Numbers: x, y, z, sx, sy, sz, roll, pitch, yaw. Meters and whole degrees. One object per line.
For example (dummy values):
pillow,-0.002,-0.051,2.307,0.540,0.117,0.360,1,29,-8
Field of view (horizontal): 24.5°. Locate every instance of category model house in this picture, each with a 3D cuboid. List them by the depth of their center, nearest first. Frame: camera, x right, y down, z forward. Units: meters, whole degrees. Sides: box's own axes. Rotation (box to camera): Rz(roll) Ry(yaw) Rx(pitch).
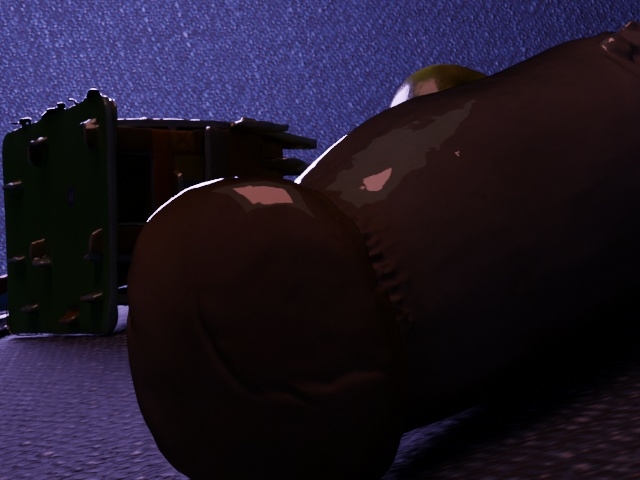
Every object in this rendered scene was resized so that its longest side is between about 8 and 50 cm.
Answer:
model house,-0.160,-0.013,1.597,0.313,0.242,0.358,2,-7,-30

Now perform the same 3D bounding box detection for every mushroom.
mushroom,0.075,-0.003,0.667,0.154,0.137,0.407,-39,-9,32

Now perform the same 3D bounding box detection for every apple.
apple,0.178,-0.134,1.933,0.196,0.196,0.157,-17,-26,-35

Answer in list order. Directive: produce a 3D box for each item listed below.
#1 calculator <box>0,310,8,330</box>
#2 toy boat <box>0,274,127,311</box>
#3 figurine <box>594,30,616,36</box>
calculator,-0.448,0.119,1.706,0.166,0.028,0.274,-9,8,28
toy boat,-0.385,0.057,1.972,0.392,0.079,0.136,-17,2,-22
figurine,0.299,-0.110,1.202,0.265,0.140,0.193,10,-10,11
